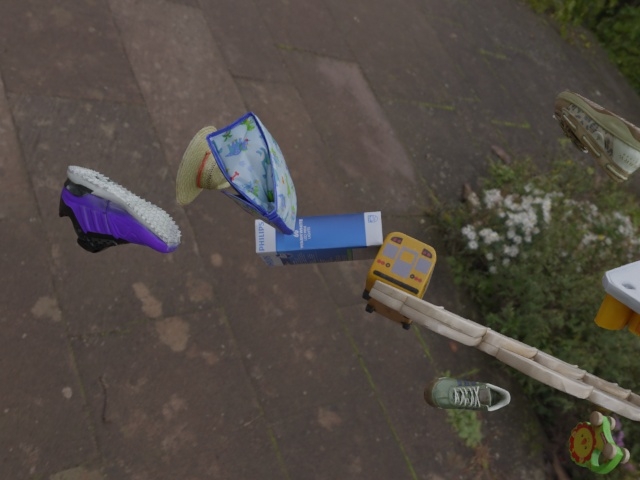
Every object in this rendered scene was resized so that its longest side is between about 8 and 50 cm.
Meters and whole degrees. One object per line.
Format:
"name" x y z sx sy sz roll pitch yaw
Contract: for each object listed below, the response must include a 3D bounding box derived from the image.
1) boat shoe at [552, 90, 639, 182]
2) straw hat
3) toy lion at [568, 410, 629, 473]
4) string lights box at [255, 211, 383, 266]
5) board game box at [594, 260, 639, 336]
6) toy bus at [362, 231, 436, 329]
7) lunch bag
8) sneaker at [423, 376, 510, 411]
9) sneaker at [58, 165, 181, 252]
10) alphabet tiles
"boat shoe" 0.478 -0.191 1.111 0.105 0.089 0.285 25 21 -13
"straw hat" -0.170 -0.111 1.009 0.061 0.144 0.144 22 42 7
"toy lion" 0.440 0.332 1.013 0.034 0.096 0.100 20 32 -11
"string lights box" 0.000 0.000 1.339 0.260 0.133 0.076 -3 75 3
"board game box" 0.498 0.118 0.525 0.390 0.050 0.390 -10 37 -33
"toy bus" 0.164 0.094 1.316 0.108 0.332 0.130 24 79 12
"lunch bag" -0.087 -0.084 0.906 0.151 0.096 0.129 61 4 15
"sneaker" 0.308 0.315 1.289 0.192 0.086 0.064 14 72 -34
"sneaker" -0.424 -0.027 1.303 0.294 0.146 0.102 31 11 16
"alphabet tiles" 0.189 0.106 0.602 0.284 0.278 0.021 24 90 -19
